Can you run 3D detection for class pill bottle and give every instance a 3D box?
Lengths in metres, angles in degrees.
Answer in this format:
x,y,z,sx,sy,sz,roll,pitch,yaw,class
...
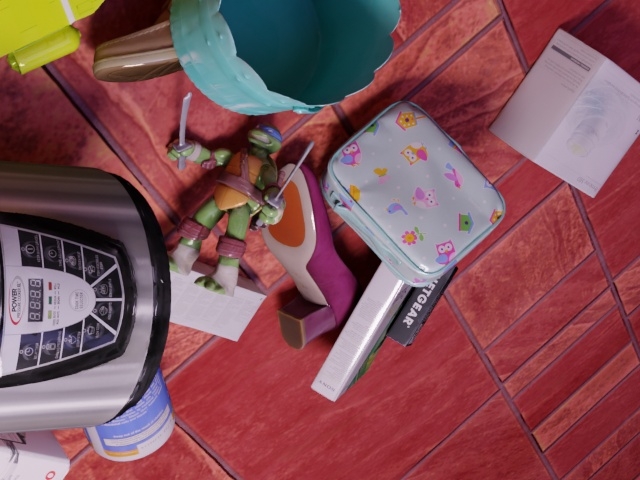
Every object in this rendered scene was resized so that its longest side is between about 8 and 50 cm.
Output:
x,y,z,sx,sy,sz,roll,pitch,yaw,class
-0.329,0.210,1.960,0.152,0.152,0.272,-28,135,-19,pill bottle

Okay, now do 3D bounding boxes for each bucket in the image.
x,y,z,sx,sy,sz,roll,pitch,yaw,class
-0.052,-0.296,1.627,0.281,0.183,0.281,3,84,-31,bucket

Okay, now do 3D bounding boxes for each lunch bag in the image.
x,y,z,sx,sy,sz,roll,pitch,yaw,class
0.142,-0.075,2.039,0.224,0.279,0.108,-42,175,-14,lunch bag

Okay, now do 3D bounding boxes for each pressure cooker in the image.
x,y,z,sx,sy,sz,roll,pitch,yaw,class
-0.451,0.079,1.604,0.420,0.370,0.376,3,129,-39,pressure cooker

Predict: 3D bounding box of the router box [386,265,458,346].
x,y,z,sx,sy,sz,roll,pitch,yaw,class
0.193,0.113,2.318,0.179,0.046,0.133,-58,171,1,router box

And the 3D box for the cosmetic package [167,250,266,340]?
x,y,z,sx,sy,sz,roll,pitch,yaw,class
-0.207,0.087,2.030,0.239,0.060,0.099,23,107,-46,cosmetic package

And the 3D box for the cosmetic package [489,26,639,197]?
x,y,z,sx,sy,sz,roll,pitch,yaw,class
0.470,-0.229,2.274,0.224,0.138,0.225,22,107,-46,cosmetic package

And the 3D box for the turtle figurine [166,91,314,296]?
x,y,z,sx,sy,sz,roll,pitch,yaw,class
-0.154,-0.067,1.841,0.197,0.274,0.266,23,91,-6,turtle figurine

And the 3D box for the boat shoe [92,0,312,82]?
x,y,z,sx,sy,sz,roll,pitch,yaw,class
-0.173,-0.307,1.733,0.341,0.121,0.110,-22,95,-30,boat shoe

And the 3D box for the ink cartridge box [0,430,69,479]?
x,y,z,sx,sy,sz,roll,pitch,yaw,class
-0.560,0.367,1.922,0.272,0.115,0.198,24,105,-46,ink cartridge box

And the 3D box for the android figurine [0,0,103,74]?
x,y,z,sx,sy,sz,roll,pitch,yaw,class
-0.379,-0.335,1.577,0.272,0.056,0.248,-28,134,-17,android figurine

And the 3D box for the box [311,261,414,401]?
x,y,z,sx,sy,sz,roll,pitch,yaw,class
0.110,0.121,2.230,0.322,0.058,0.232,-60,169,17,box

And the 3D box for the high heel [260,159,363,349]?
x,y,z,sx,sy,sz,roll,pitch,yaw,class
0.000,0.000,2.114,0.181,0.127,0.377,-35,141,-37,high heel
